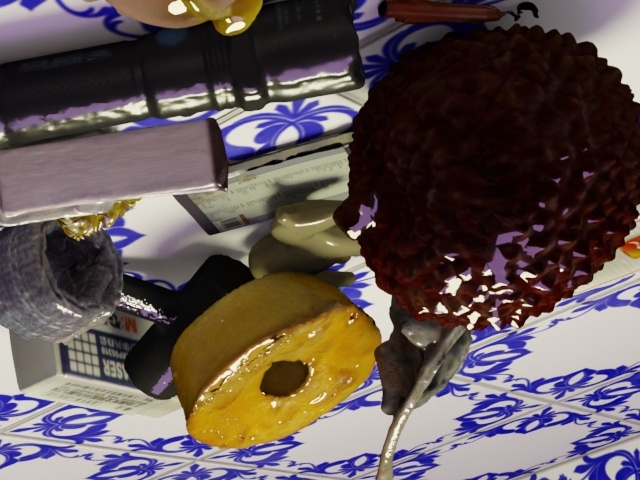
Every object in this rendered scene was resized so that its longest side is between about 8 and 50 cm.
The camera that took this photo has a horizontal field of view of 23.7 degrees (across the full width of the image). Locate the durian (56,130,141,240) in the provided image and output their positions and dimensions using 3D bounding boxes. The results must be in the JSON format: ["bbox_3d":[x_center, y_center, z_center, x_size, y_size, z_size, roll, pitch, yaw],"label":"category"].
[{"bbox_3d":[-0.259,-0.061,1.569,0.140,0.078,0.224,-18,154,19],"label":"durian"}]

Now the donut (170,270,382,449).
[{"bbox_3d":[-0.062,0.141,1.880,0.278,0.108,0.277,-24,151,-14],"label":"donut"}]

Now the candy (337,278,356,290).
[{"bbox_3d":[-0.022,0.081,2.099,0.136,0.038,0.088,-30,157,15],"label":"candy"}]

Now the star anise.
[{"bbox_3d":[0.149,0.101,1.897,0.139,0.316,0.359,18,128,12],"label":"star anise"}]

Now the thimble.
[{"bbox_3d":[-0.299,0.038,1.699,0.098,0.150,0.150,-27,154,30],"label":"thimble"}]

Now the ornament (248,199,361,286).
[{"bbox_3d":[0.000,0.000,1.854,0.245,0.061,0.230,2,160,-39],"label":"ornament"}]

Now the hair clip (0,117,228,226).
[{"bbox_3d":[-0.253,-0.060,1.456,0.331,0.085,0.101,-9,-169,-4],"label":"hair clip"}]

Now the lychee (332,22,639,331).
[{"bbox_3d":[0.167,-0.062,1.514,0.330,0.306,0.306,-12,159,-19],"label":"lychee"}]

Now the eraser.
[{"bbox_3d":[-0.285,0.152,2.009,0.081,0.124,0.279,-25,155,27],"label":"eraser"}]

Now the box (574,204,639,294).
[{"bbox_3d":[0.431,-0.042,1.977,0.330,0.095,0.210,-20,156,22],"label":"box"}]

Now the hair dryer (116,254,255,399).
[{"bbox_3d":[-0.225,0.079,1.901,0.251,0.089,0.197,26,117,-31],"label":"hair dryer"}]

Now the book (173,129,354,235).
[{"bbox_3d":[-0.042,-0.067,1.752,0.231,0.026,0.157,-15,161,8],"label":"book"}]

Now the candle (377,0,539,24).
[{"bbox_3d":[0.134,-0.221,1.476,0.167,0.021,0.026,-2,135,-22],"label":"candle"}]

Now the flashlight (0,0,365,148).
[{"bbox_3d":[-0.170,-0.149,1.394,0.424,0.103,0.103,-10,158,-2],"label":"flashlight"}]

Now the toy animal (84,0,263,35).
[{"bbox_3d":[-0.083,-0.241,1.154,0.248,0.149,0.165,-35,163,29],"label":"toy animal"}]
